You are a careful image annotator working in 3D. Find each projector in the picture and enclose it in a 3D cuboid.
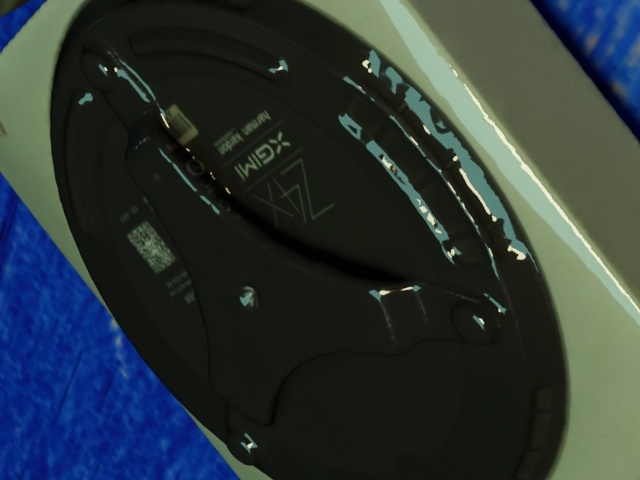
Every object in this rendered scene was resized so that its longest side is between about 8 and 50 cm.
[{"bbox_3d":[0.000,0.000,0.708,0.259,0.079,0.257,52,144,-2],"label":"projector"}]

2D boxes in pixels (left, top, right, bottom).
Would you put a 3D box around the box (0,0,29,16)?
[{"bbox_3d":[-0.108,-0.128,0.718,0.060,0.063,0.084,45,143,7],"label":"box"}]
